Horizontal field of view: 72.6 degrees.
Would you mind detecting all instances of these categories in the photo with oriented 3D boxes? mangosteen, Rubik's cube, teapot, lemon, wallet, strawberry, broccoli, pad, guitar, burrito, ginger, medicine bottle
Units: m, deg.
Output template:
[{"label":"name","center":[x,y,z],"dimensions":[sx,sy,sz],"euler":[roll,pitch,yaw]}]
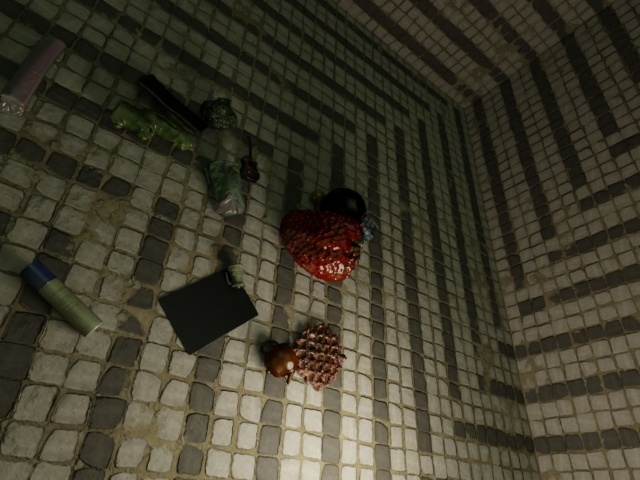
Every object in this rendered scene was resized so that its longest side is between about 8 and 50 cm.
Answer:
[{"label":"mangosteen","center":[0.109,-0.124,1.952],"dimensions":[0.250,0.211,0.211],"euler":[29,42,-66]},{"label":"Rubik's cube","center":[0.205,-0.053,2.060],"dimensions":[0.092,0.092,0.092],"euler":[47,43,-10]},{"label":"teapot","center":[-0.142,0.407,1.463],"dimensions":[0.116,0.116,0.173],"euler":[-14,50,-46]},{"label":"lemon","center":[-0.012,-0.199,1.973],"dimensions":[0.083,0.062,0.062],"euler":[-26,85,-50]},{"label":"teapot","center":[-0.295,0.127,1.517],"dimensions":[0.067,0.057,0.083],"euler":[-12,74,-7]},{"label":"wallet","center":[-0.557,-0.516,1.656],"dimensions":[0.285,0.030,0.146],"euler":[41,23,-15]},{"label":"strawberry","center":[0.000,0.000,1.731],"dimensions":[0.351,0.267,0.312],"euler":[29,35,0]},{"label":"broccoli","center":[-0.411,-0.507,1.738],"dimensions":[0.146,0.162,0.137],"euler":[54,50,-44]},{"label":"pad","center":[-0.358,0.222,1.440],"dimensions":[0.300,0.005,0.202],"euler":[-27,85,-48]},{"label":"guitar","center":[-0.299,-0.346,1.825],"dimensions":[0.088,0.025,0.233],"euler":[16,55,-35]},{"label":"burrito","center":[-0.348,-0.196,1.646],"dimensions":[0.144,0.089,0.228],"euler":[-2,66,-41]},{"label":"ginger","center":[-0.596,-0.400,1.543],"dimensions":[0.290,0.089,0.137],"euler":[11,41,-44]},{"label":"medicine bottle","center":[-0.679,0.154,1.145],"dimensions":[0.231,0.059,0.059],"euler":[48,43,-9]}]

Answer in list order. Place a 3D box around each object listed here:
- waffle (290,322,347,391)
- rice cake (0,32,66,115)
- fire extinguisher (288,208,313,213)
[{"label":"waffle","center":[-0.005,0.423,1.611],"dimensions":[0.221,0.055,0.234],"euler":[55,47,-4]},{"label":"rice cake","center":[-0.899,-0.530,1.361],"dimensions":[0.073,0.056,0.364],"euler":[25,50,-28]},{"label":"fire extinguisher","center":[-0.072,-0.114,1.875],"dimensions":[0.132,0.056,0.039],"euler":[-6,97,-41]}]
